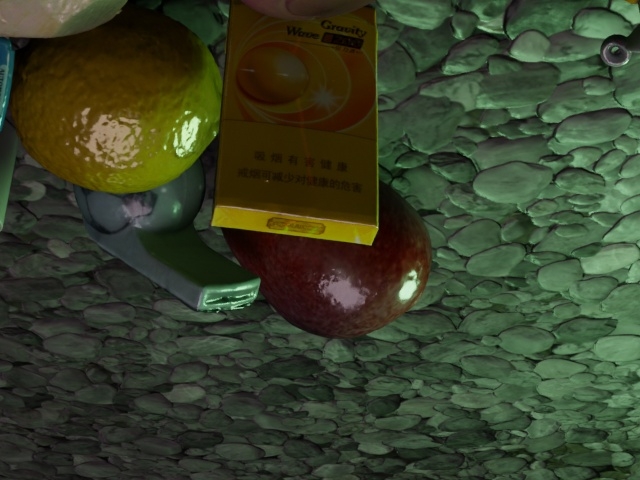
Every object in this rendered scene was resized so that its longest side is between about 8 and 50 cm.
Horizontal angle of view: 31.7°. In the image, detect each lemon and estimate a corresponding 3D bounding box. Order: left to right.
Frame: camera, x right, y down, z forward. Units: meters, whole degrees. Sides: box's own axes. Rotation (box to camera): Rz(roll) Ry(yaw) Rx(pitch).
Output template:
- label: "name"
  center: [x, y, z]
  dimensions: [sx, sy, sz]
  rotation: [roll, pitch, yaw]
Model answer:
- label: "lemon"
  center: [-0.203, -0.142, 1.130]
  dimensions: [0.231, 0.192, 0.192]
  rotation: [10, 147, -12]

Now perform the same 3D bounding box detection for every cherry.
- label: "cherry"
  center: [0.011, 0.000, 1.351]
  dimensions: [0.206, 0.239, 0.239]
  rotation: [-37, 146, -7]

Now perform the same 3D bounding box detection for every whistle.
- label: "whistle"
  center: [-0.181, -0.050, 1.273]
  dimensions: [0.289, 0.163, 0.163]
  rotation: [30, 163, 32]

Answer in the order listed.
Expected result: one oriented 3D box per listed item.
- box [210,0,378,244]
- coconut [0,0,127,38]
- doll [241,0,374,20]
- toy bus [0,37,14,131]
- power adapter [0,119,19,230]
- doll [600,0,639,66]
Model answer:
- label: "box"
  center: [-0.020, -0.125, 1.077]
  dimensions: [0.152, 0.269, 0.043]
  rotation: [7, 148, -10]
- label: "coconut"
  center: [-0.248, -0.272, 0.918]
  dimensions: [0.236, 0.197, 0.237]
  rotation: [2, 142, 1]
- label: "doll"
  center: [-0.003, -0.245, 0.989]
  dimensions: [0.211, 0.093, 0.262]
  rotation: [-9, 180, 13]
- label: "toy bus"
  center: [-0.380, -0.165, 1.073]
  dimensions: [0.134, 0.114, 0.246]
  rotation: [7, -170, -30]
- label: "power adapter"
  center: [-0.431, -0.052, 1.273]
  dimensions: [0.130, 0.205, 0.125]
  rotation: [-13, 145, 19]
- label: "doll"
  center: [0.403, -0.238, 1.042]
  dimensions: [0.316, 0.103, 0.145]
  rotation: [-28, 134, 31]
